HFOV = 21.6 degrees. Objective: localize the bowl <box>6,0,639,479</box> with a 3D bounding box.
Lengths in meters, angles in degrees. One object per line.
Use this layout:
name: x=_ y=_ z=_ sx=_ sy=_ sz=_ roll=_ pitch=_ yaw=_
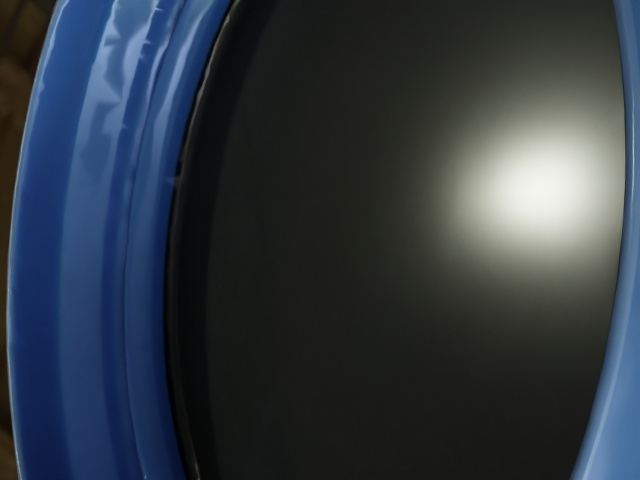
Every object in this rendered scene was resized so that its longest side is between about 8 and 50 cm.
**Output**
bowl: x=0.000 y=0.000 z=0.608 sx=0.077 sy=0.391 sz=0.391 roll=7 pitch=-118 yaw=-34
